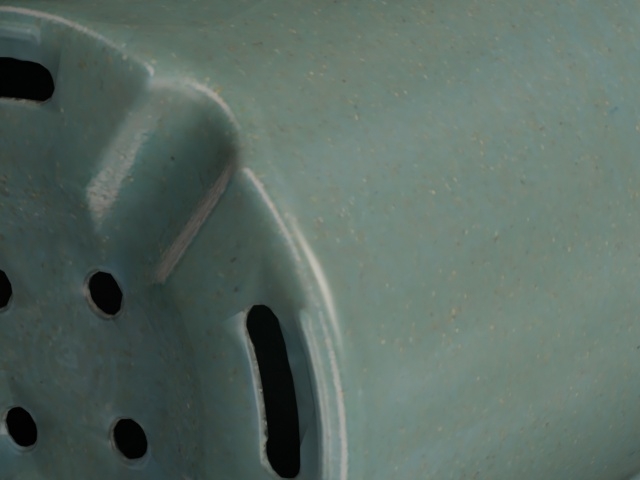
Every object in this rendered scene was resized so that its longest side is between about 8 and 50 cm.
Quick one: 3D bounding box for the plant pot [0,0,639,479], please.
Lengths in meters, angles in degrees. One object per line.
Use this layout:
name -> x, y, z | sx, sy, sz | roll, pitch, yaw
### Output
plant pot -> 0.000, 0.000, 0.791 | 0.341, 0.334, 0.341 | 13, 112, 34
